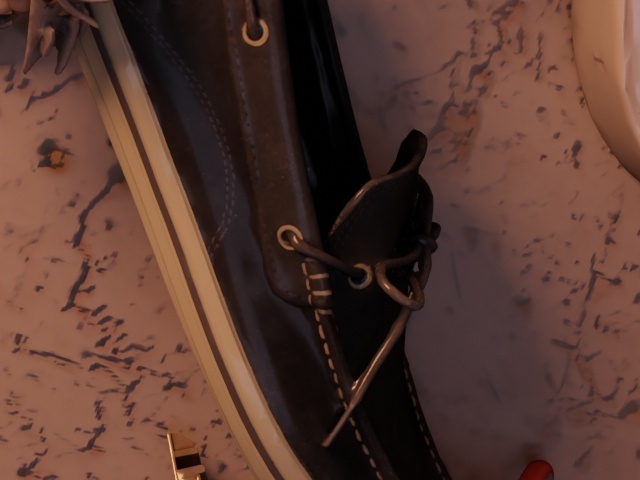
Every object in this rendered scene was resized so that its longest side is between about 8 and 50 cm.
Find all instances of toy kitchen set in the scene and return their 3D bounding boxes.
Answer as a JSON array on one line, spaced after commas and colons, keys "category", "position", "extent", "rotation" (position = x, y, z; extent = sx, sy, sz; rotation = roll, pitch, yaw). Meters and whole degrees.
[{"category": "toy kitchen set", "position": [-0.059, 0.157, 1.059], "extent": [0.075, 0.083, 0.068], "rotation": [-12, 64, -6]}]

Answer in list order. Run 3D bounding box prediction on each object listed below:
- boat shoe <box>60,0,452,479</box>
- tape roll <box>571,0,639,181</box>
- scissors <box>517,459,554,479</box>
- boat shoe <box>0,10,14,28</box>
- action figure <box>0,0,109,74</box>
[{"category": "boat shoe", "position": [0.000, 0.000, 0.962], "extent": [0.156, 0.187, 0.500], "rotation": [-19, 102, 13]}, {"category": "tape roll", "position": [0.309, -0.136, 1.021], "extent": [0.286, 0.100, 0.286], "rotation": [-2, 105, -8]}, {"category": "scissors", "position": [0.104, 0.197, 0.998], "extent": [0.021, 0.297, 0.109], "rotation": [16, 92, 20]}, {"category": "boat shoe", "position": [-0.218, -0.216, 0.945], "extent": [0.063, 0.066, 0.184], "rotation": [-5, 114, -8]}, {"category": "action figure", "position": [-0.209, -0.195, 0.850], "extent": [0.285, 0.099, 0.185], "rotation": [38, 127, 23]}]
